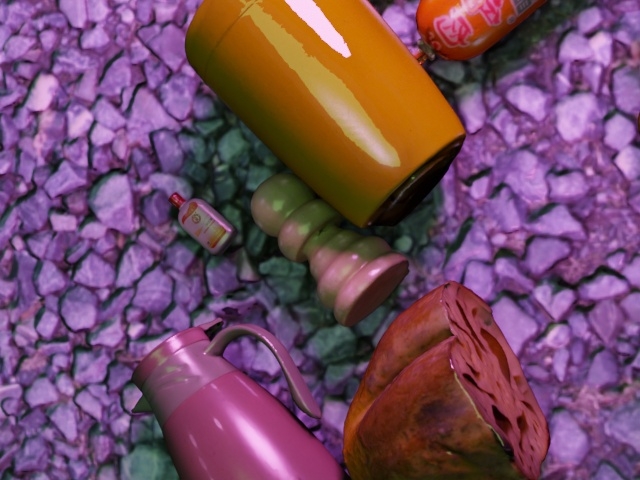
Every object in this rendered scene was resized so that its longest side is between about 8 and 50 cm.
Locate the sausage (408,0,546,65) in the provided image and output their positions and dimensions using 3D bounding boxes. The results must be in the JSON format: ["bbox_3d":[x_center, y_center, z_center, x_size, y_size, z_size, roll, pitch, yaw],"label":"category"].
[{"bbox_3d":[0.207,-0.278,1.053,0.312,0.093,0.093,-40,79,10],"label":"sausage"}]

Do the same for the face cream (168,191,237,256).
[{"bbox_3d":[-0.130,-0.021,1.166,0.083,0.021,0.040,40,97,13],"label":"face cream"}]

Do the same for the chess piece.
[{"bbox_3d":[0.000,0.000,1.105,0.170,0.094,0.094,44,99,20],"label":"chess piece"}]

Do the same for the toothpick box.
[{"bbox_3d":[0.013,-0.144,1.058,0.175,0.175,0.271,-43,82,9],"label":"toothpick box"}]

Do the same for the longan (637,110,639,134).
[{"bbox_3d":[0.339,-0.110,1.020,0.075,0.075,0.083,-27,65,12],"label":"longan"}]

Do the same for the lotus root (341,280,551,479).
[{"bbox_3d":[0.099,0.160,1.023,0.180,0.188,0.199,-28,84,22],"label":"lotus root"}]

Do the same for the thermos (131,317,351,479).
[{"bbox_3d":[-0.073,0.200,1.085,0.176,0.146,0.265,-42,74,13],"label":"thermos"}]
